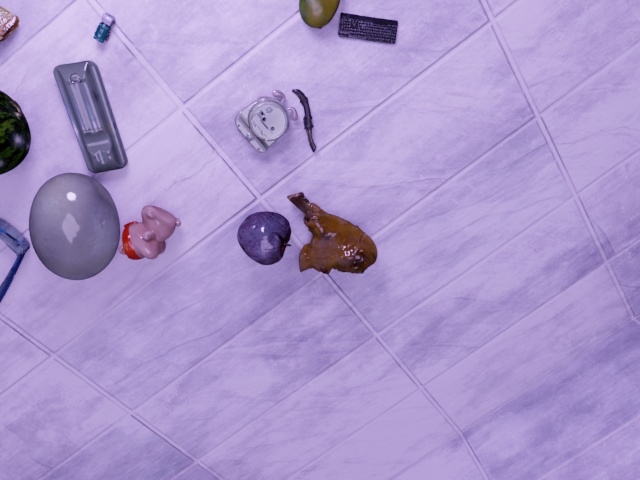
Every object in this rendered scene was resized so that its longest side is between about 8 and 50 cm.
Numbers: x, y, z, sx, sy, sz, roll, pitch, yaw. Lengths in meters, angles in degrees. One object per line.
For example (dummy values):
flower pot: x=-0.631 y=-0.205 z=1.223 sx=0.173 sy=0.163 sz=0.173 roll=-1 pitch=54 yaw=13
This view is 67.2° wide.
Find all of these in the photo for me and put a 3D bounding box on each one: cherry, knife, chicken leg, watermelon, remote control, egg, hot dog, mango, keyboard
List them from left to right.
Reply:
hot dog: x=-0.982 y=-0.602 z=1.330 sx=0.262 sy=0.093 sz=0.123 roll=-1 pitch=106 yaw=-27
watermelon: x=-0.967 y=-0.306 z=1.370 sx=0.269 sy=0.269 sz=0.268 roll=-4 pitch=114 yaw=-9
egg: x=-0.776 y=-0.041 z=1.530 sx=0.259 sy=0.258 sz=0.352 roll=-4 pitch=113 yaw=-10
remote control: x=-0.710 y=-0.377 z=1.497 sx=0.128 sy=0.065 sz=0.335 roll=-13 pitch=116 yaw=-8
cherry: x=-0.198 y=-0.015 z=1.704 sx=0.195 sy=0.195 sz=0.195 roll=-4 pitch=114 yaw=-9
knife: x=-0.043 y=-0.410 z=1.639 sx=0.046 sy=0.021 sz=0.222 roll=-20 pitch=112 yaw=-3
chicken leg: x=0.000 y=0.000 z=1.767 sx=0.295 sy=0.182 sz=0.409 roll=-35 pitch=113 yaw=24
mango: x=0.003 y=-0.746 z=1.463 sx=0.122 sy=0.085 sz=0.191 roll=16 pitch=111 yaw=-14
keyboard: x=0.155 y=-0.686 z=1.558 sx=0.197 sy=0.015 sz=0.074 roll=3 pitch=113 yaw=-13

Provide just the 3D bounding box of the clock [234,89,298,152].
clock: x=-0.175 y=-0.399 z=1.596 sx=0.191 sy=0.062 sz=0.151 roll=-38 pitch=115 yaw=6

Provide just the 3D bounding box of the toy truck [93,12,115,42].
toy truck: x=-0.635 y=-0.624 z=1.414 sx=0.039 sy=0.044 sz=0.083 roll=27 pitch=106 yaw=-24

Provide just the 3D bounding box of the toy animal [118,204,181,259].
toy animal: x=-0.586 y=-0.019 z=1.633 sx=0.171 sy=0.171 sz=0.197 roll=38 pitch=99 yaw=-23

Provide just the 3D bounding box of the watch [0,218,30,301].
watch: x=-1.103 y=0.082 z=1.624 sx=0.275 sy=0.068 sz=0.276 roll=-30 pitch=116 yaw=3
